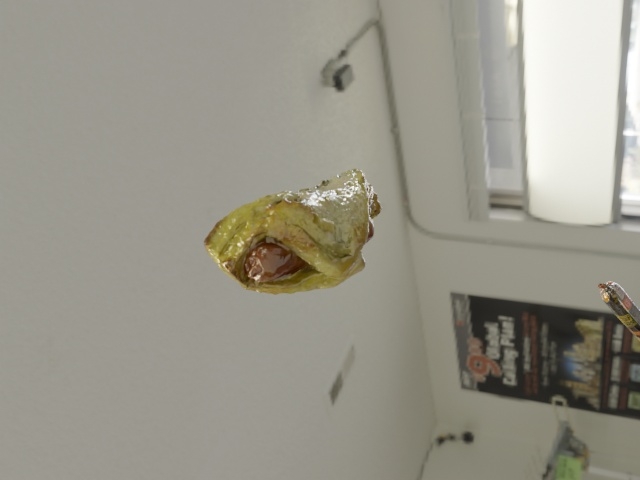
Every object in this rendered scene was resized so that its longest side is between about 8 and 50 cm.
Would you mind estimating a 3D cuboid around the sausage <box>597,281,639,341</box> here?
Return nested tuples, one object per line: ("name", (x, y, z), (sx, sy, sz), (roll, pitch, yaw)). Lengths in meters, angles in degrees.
("sausage", (0.360, 0.096, 0.907), (0.198, 0.025, 0.028), (38, -146, -37))

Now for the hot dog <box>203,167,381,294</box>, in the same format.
("hot dog", (0.001, 0.000, 0.522), (0.169, 0.061, 0.078), (-24, -46, -49))
